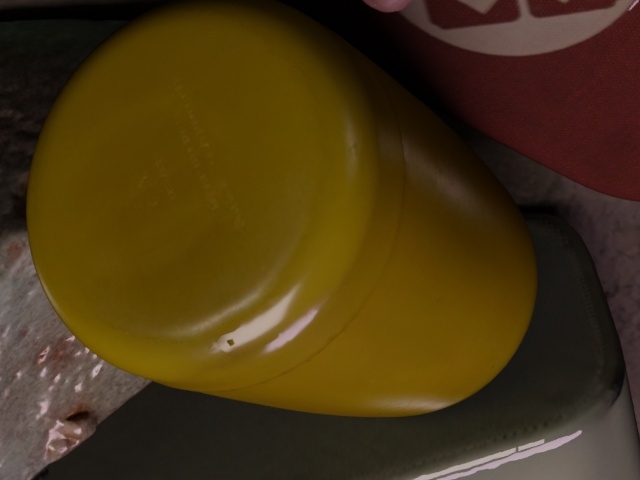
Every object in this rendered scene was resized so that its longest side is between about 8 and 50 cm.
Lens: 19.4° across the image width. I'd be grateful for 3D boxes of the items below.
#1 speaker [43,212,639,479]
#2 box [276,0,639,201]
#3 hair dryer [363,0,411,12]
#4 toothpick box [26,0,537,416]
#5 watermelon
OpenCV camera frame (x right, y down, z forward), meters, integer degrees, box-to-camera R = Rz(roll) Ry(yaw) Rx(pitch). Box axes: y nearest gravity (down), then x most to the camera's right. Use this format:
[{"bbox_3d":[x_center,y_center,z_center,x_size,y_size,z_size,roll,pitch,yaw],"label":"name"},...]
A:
[{"bbox_3d":[-0.010,0.148,1.108,0.406,0.183,0.184,-18,132,7],"label":"speaker"},{"bbox_3d":[0.094,-0.170,0.875,0.404,0.108,0.263,27,131,-15],"label":"box"},{"bbox_3d":[0.012,-0.155,0.810,0.114,0.037,0.063,39,129,-12],"label":"hair dryer"},{"bbox_3d":[0.000,0.000,0.907,0.175,0.175,0.271,-18,160,23],"label":"toothpick box"},{"bbox_3d":[-0.189,0.029,0.997,0.387,0.258,0.228,-11,125,9],"label":"watermelon"}]
